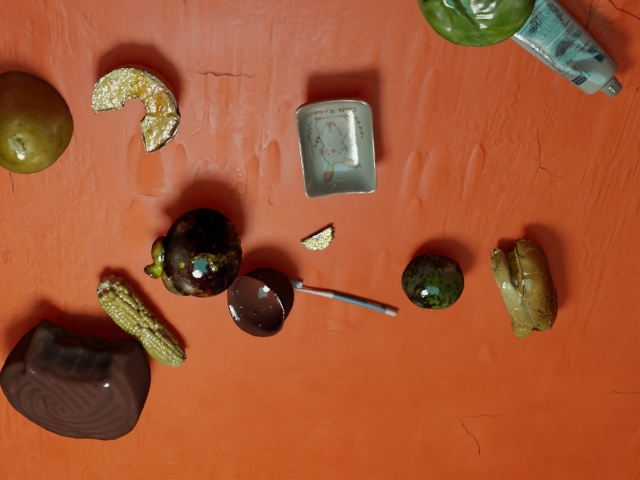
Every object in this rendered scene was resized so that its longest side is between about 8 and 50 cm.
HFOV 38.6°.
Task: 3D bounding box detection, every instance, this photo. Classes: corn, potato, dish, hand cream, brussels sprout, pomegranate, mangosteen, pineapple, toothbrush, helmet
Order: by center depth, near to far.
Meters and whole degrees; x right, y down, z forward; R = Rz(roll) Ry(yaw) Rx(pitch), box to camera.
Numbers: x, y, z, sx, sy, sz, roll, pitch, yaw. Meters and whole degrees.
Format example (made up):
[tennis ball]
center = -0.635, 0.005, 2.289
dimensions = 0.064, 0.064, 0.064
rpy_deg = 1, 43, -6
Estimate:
[brussels sprout]
center = 0.266, -0.457, 1.588
dimensions = 0.244, 0.244, 0.244
rpy_deg = 0, 124, 0
[hand cream]
center = 0.441, -0.385, 1.725
dimensions = 0.340, 0.078, 0.124
rpy_deg = 37, 118, -14
[potato]
center = -0.586, -0.209, 1.784
dimensions = 0.178, 0.158, 0.204
rpy_deg = 5, 120, -5
[dish]
center = 0.032, -0.196, 1.836
dimensions = 0.151, 0.077, 0.212
rpy_deg = -6, 124, 2
[mangosteen]
center = -0.273, 0.031, 1.924
dimensions = 0.217, 0.192, 0.192
rpy_deg = -10, 124, 12
[pineapple]
center = 0.000, 0.000, 2.006
dimensions = 0.083, 0.019, 0.045
rpy_deg = -30, 113, 20
[pomegranate]
center = 0.242, 0.091, 2.024
dimensions = 0.138, 0.163, 0.126
rpy_deg = -4, 86, -15
[helmet]
center = -0.121, 0.129, 2.038
dimensions = 0.155, 0.106, 0.175
rpy_deg = 36, 132, 12
[toothbrush]
center = 0.049, 0.128, 2.093
dimensions = 0.275, 0.019, 0.025
rpy_deg = 16, 115, -10
[corn]
center = -0.409, 0.190, 2.096
dimensions = 0.086, 0.086, 0.288
rpy_deg = -27, 122, 17

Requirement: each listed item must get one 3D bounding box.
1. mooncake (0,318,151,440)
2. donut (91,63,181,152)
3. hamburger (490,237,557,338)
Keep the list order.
[mooncake]
center = -0.550, 0.326, 2.099
dimensions = 0.326, 0.174, 0.334
rpy_deg = 37, 134, -21
[donut]
center = -0.348, -0.272, 1.787
dimensions = 0.181, 0.078, 0.146
rpy_deg = 38, 116, -16
[hamburger]
center = 0.460, 0.116, 2.020
dimensions = 0.124, 0.131, 0.262
rpy_deg = -19, 127, 12
